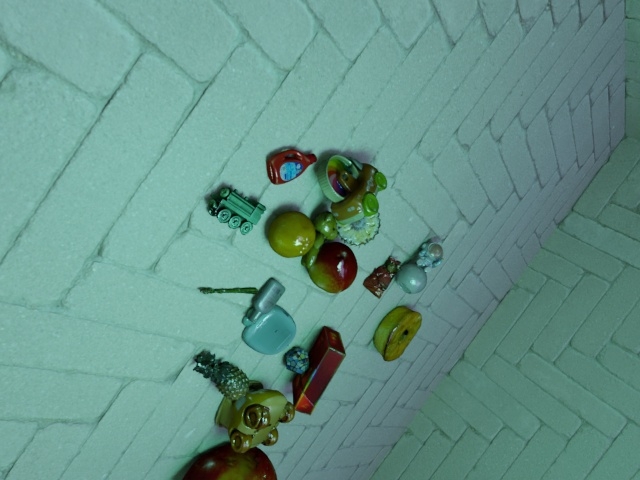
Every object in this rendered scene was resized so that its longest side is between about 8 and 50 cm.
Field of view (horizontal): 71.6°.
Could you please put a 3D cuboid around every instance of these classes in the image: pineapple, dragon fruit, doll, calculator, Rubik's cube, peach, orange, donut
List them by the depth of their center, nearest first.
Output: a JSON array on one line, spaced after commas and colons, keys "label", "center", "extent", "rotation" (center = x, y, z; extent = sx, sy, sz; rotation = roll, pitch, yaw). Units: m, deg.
[{"label": "orange", "center": [-0.088, -0.014, 1.417], "extent": [0.159, 0.136, 0.158], "rotation": [-28, 138, -29]}, {"label": "doll", "center": [0.000, 0.000, 1.515], "extent": [0.097, 0.137, 0.209], "rotation": [24, 90, -8]}, {"label": "pineapple", "center": [-0.352, 0.471, 1.559], "extent": [0.125, 0.125, 0.251], "rotation": [-43, 135, -11]}, {"label": "peach", "center": [0.049, 0.091, 1.592], "extent": [0.198, 0.197, 0.197], "rotation": [-25, 134, -29]}, {"label": "pineapple", "center": [0.132, -0.058, 1.624], "extent": [0.176, 0.162, 0.137], "rotation": [-52, 179, -6]}, {"label": "calculator", "center": [-0.190, 0.335, 1.657], "extent": [0.185, 0.041, 0.298], "rotation": [-46, 140, -8]}, {"label": "peach", "center": [-0.346, 1.012, 1.787], "extent": [0.353, 0.339, 0.416], "rotation": [-51, 146, -1]}, {"label": "Rubik's cube", "center": [-0.097, 0.495, 1.829], "extent": [0.111, 0.111, 0.093], "rotation": [-61, 165, 11]}, {"label": "dragon fruit", "center": [0.294, 0.167, 1.964], "extent": [0.192, 0.092, 0.122], "rotation": [-48, 141, -6]}, {"label": "doll", "center": [0.477, 0.118, 2.081], "extent": [0.287, 0.151, 0.150], "rotation": [-48, 141, -16]}, {"label": "donut", "center": [0.388, 0.471, 2.278], "extent": [0.303, 0.110, 0.302], "rotation": [-27, 134, -31]}]

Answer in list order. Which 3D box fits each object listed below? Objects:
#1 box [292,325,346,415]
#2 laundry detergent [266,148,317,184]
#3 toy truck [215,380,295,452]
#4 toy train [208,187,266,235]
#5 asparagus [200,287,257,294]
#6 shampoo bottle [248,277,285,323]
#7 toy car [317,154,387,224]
[{"label": "box", "center": [-0.014, 0.541, 1.861], "extent": [0.089, 0.197, 0.313], "rotation": [25, 101, -12]}, {"label": "laundry detergent", "center": [-0.081, -0.231, 1.331], "extent": [0.165, 0.049, 0.097], "rotation": [-28, 132, -30]}, {"label": "toy truck", "center": [-0.259, 0.683, 1.723], "extent": [0.204, 0.212, 0.287], "rotation": [14, 112, -49]}, {"label": "toy train", "center": [-0.241, -0.088, 1.268], "extent": [0.170, 0.071, 0.111], "rotation": [37, 82, -50]}, {"label": "asparagus", "center": [-0.295, 0.165, 1.440], "extent": [0.023, 0.022, 0.233], "rotation": [-22, 162, 37]}, {"label": "shampoo bottle", "center": [-0.191, 0.215, 1.545], "extent": [0.165, 0.040, 0.080], "rotation": [-54, 132, -12]}, {"label": "toy car", "center": [0.087, -0.187, 1.444], "extent": [0.235, 0.145, 0.234], "rotation": [16, 66, -41]}]
